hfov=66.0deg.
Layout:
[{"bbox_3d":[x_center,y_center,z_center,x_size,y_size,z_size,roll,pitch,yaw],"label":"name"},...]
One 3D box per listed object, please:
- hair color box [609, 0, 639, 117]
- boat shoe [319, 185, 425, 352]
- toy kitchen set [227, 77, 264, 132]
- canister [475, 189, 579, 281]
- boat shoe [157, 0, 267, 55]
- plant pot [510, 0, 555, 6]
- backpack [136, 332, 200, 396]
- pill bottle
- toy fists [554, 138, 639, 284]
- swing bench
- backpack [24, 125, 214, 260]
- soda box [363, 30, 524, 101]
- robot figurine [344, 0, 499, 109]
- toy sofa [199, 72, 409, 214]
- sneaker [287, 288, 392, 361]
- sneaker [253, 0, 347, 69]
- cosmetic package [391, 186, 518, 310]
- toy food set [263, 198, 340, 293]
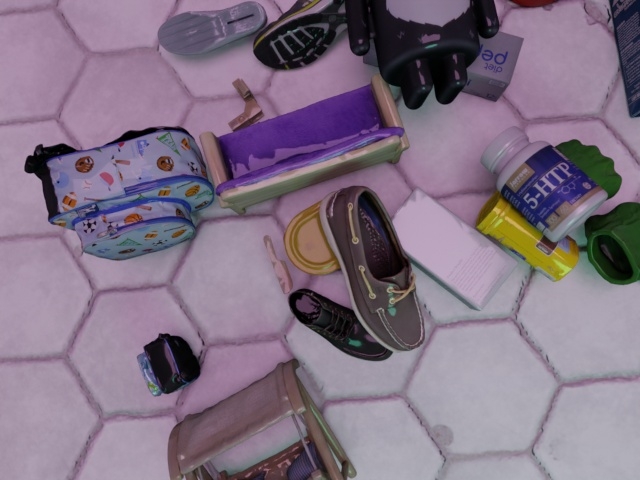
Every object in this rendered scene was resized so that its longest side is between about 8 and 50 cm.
[{"bbox_3d":[0.669,-0.423,0.931,0.173,0.105,0.348,-6,83,3],"label":"hair color box"},{"bbox_3d":[0.107,0.056,0.863,0.116,0.096,0.325,-29,99,-29],"label":"boat shoe"},{"bbox_3d":[-0.169,-0.275,0.989,0.075,0.068,0.083,-35,83,0],"label":"toy kitchen set"},{"bbox_3d":[0.377,-0.013,0.899,0.170,0.126,0.073,37,120,5],"label":"canister"},{"bbox_3d":[-0.213,-0.425,1.007,0.226,0.076,0.083,-6,102,8],"label":"boat shoe"},{"bbox_3d":[0.428,-0.574,0.931,0.191,0.174,0.191,0,86,5],"label":"plant pot"},{"bbox_3d":[-0.282,0.231,0.920,0.084,0.114,0.105,-28,80,1],"label":"backpack"},{"bbox_3d":[0.363,-0.099,0.824,0.112,0.112,0.187,-39,68,-1],"label":"pill bottle"},{"bbox_3d":[0.505,-0.055,0.891,0.142,0.096,0.279,-26,79,-29],"label":"toy fists"},{"bbox_3d":[-0.105,0.383,0.868,0.253,0.165,0.255,-30,82,1],"label":"swing bench"},{"bbox_3d":[-0.328,-0.086,0.893,0.263,0.276,0.213,-26,88,-5],"label":"backpack"},{"bbox_3d":[0.232,-0.370,0.961,0.286,0.091,0.098,19,85,5],"label":"soda box"},{"bbox_3d":[0.170,-0.371,0.829,0.209,0.173,0.278,-5,84,-41],"label":"robot figurine"},{"bbox_3d":[-0.031,-0.180,0.916,0.362,0.177,0.150,-18,83,3],"label":"toy sofa"},{"bbox_3d":[0.034,0.162,0.904,0.222,0.118,0.083,26,86,6],"label":"sneaker"},{"bbox_3d":[-0.009,-0.459,0.990,0.299,0.111,0.121,-32,52,8],"label":"sneaker"},{"bbox_3d":[0.234,0.017,0.925,0.231,0.085,0.117,39,88,9],"label":"cosmetic package"},{"bbox_3d":[0.000,0.000,0.948,0.217,0.071,0.128,-28,86,-4],"label":"toy food set"}]
